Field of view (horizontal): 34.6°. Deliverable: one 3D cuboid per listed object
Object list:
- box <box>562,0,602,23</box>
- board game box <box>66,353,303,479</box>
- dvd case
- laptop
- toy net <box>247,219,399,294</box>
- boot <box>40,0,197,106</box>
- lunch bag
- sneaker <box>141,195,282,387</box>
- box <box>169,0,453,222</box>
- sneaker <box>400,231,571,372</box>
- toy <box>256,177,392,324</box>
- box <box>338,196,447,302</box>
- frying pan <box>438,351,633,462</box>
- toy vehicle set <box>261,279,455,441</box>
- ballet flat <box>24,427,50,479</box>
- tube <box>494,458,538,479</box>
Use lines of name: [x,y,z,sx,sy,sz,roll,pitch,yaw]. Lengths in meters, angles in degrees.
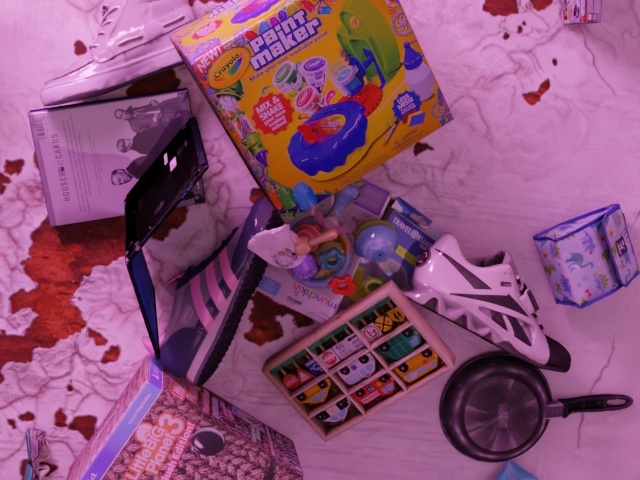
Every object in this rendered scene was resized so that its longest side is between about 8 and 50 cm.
box: [0.406,-0.404,1.586,0.027,0.094,0.137,-1,101,-8]
board game box: [-0.214,0.363,1.611,0.291,0.141,0.232,33,94,-13]
dvd case: [-0.305,-0.126,1.557,0.238,0.029,0.179,-9,107,-7]
laptop: [-0.207,-0.010,1.469,0.136,0.234,0.264,37,101,-23]
toy net: [0.001,0.020,1.548,0.232,0.045,0.122,7,128,-13]
boot: [-0.303,-0.291,1.511,0.258,0.095,0.123,-22,97,-13]
lunch bag: [0.445,0.024,1.677,0.151,0.096,0.129,-23,101,-18]
sneaker: [-0.168,0.057,1.584,0.131,0.112,0.319,26,86,13]
box: [-0.014,-0.235,1.477,0.290,0.177,0.279,-32,119,-3]
sneaker: [0.296,0.100,1.641,0.330,0.122,0.146,30,88,-24]
toy: [0.000,0.000,1.602,0.136,0.056,0.237,26,93,10]
box: [0.116,0.032,1.651,0.109,0.042,0.178,35,94,-13]
frying pan: [0.357,0.308,1.739,0.326,0.053,0.197,21,98,-9]
toy vehicle set: [0.058,0.194,1.618,0.267,0.035,0.166,-35,105,25]
ballet flat: [-0.448,0.352,1.628,0.041,0.041,0.114,4,101,-9]
tube: [0.286,0.471,1.758,0.080,0.052,0.207,38,89,-35]
